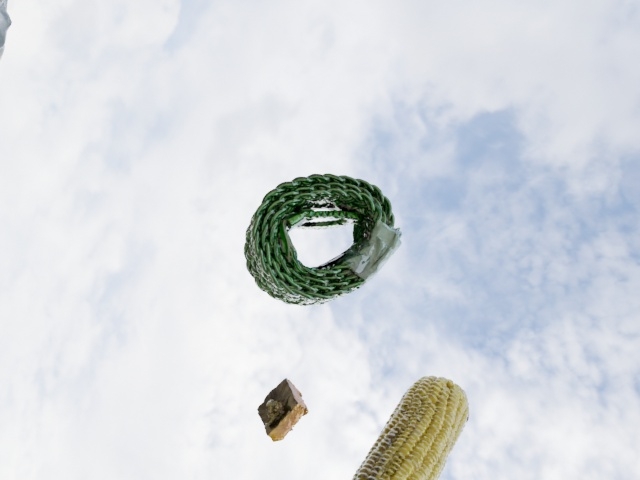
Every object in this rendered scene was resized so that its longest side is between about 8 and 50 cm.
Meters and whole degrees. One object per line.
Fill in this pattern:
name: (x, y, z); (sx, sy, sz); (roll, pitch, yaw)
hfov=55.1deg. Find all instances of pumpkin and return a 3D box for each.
pumpkin: (-0.068, 0.286, 1.039); (0.083, 0.054, 0.074); (-48, -147, 3)

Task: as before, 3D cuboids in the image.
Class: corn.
corn: (0.087, 0.208, 0.595); (0.072, 0.203, 0.072); (18, -53, 25)

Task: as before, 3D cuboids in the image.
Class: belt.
belt: (0.000, 0.000, 0.598); (0.121, 0.151, 0.079); (67, -18, 8)

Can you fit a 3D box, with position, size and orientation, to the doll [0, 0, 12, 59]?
doll: (-0.299, -0.141, 0.237); (0.247, 0.349, 0.247); (-1, -102, 3)
